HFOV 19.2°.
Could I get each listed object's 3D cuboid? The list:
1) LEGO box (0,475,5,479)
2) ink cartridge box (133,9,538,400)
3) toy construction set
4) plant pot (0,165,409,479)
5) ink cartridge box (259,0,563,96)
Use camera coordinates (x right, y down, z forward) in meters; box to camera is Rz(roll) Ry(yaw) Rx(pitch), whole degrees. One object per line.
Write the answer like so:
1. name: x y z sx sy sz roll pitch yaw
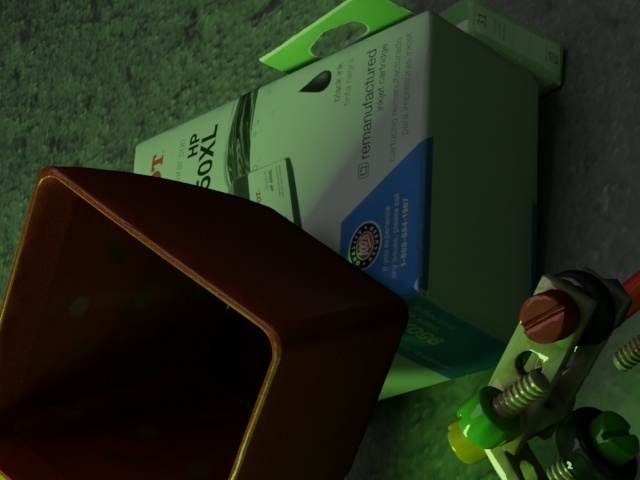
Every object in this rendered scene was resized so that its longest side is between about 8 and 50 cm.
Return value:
1. LEGO box: -0.240 0.460 1.733 0.372 0.193 0.500 -19 62 52
2. ink cartridge box: 0.000 0.000 1.766 0.395 0.166 0.285 -21 55 39
3. toy construction set: 0.177 0.157 1.358 0.237 0.257 0.309 -42 11 32
4. plant pot: -0.087 0.100 1.526 0.267 0.236 0.267 34 119 30
5. ink cartridge box: 0.086 -0.176 1.786 0.171 0.235 0.056 -29 46 48
